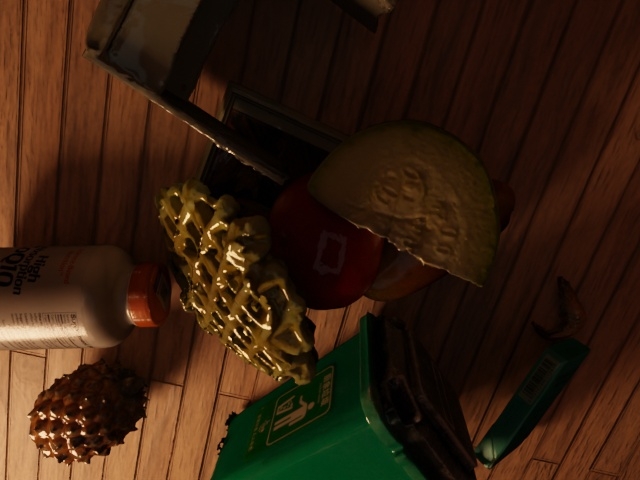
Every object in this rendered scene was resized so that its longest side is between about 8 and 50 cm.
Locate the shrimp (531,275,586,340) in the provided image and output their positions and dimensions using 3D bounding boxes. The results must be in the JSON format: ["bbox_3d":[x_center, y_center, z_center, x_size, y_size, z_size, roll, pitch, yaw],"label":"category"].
[{"bbox_3d":[0.404,0.118,0.768,0.090,0.025,0.127,-18,110,7],"label":"shrimp"}]

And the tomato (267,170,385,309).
[{"bbox_3d":[0.000,0.000,0.628,0.136,0.195,0.195,-5,113,-38],"label":"tomato"}]

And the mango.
[{"bbox_3d":[0.162,-0.007,0.680,0.267,0.111,0.133,-37,122,10],"label":"mango"}]

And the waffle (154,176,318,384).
[{"bbox_3d":[-0.129,0.064,0.629,0.297,0.073,0.317,17,134,40],"label":"waffle"}]

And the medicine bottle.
[{"bbox_3d":[-0.384,0.085,0.686,0.288,0.157,0.157,-2,108,0],"label":"medicine bottle"}]

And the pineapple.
[{"bbox_3d":[-0.371,0.278,0.754,0.193,0.166,0.166,-31,106,10],"label":"pineapple"}]

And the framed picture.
[{"bbox_3d":[-0.092,-0.075,0.707,0.216,0.016,0.274,22,107,-8],"label":"framed picture"}]

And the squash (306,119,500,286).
[{"bbox_3d":[0.132,-0.076,0.594,0.236,0.155,0.204,30,87,8],"label":"squash"}]

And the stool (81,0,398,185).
[{"bbox_3d":[-0.091,-0.250,0.558,0.269,0.170,0.244,33,101,-10],"label":"stool"}]

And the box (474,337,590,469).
[{"bbox_3d":[0.359,0.272,0.762,0.160,0.042,0.227,6,116,-47],"label":"box"}]

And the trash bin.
[{"bbox_3d":[0.041,0.339,0.734,0.381,0.259,0.295,-32,106,17],"label":"trash bin"}]
